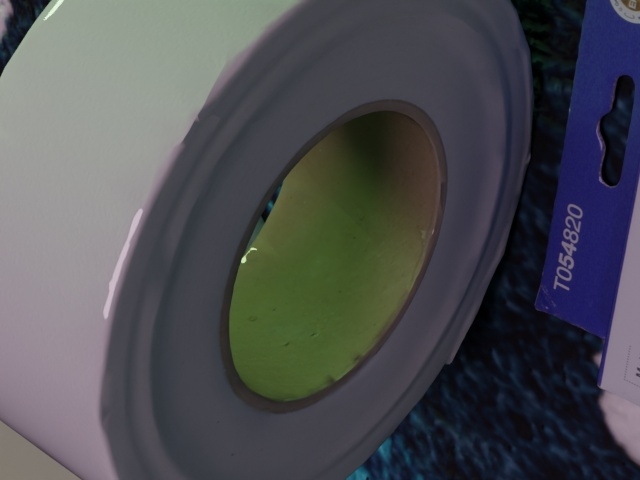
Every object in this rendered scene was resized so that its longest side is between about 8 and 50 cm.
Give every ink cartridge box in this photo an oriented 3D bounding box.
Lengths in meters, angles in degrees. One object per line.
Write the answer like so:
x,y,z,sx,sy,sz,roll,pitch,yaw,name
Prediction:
0.186,-0.014,0.749,0.224,0.045,0.223,26,125,35,ink cartridge box

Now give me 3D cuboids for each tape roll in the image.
-0.026,-0.010,0.786,0.100,0.286,0.286,28,126,32,tape roll

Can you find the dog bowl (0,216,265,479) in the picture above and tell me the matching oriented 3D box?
-0.139,0.054,1.053,0.265,0.104,0.265,20,122,37,dog bowl
